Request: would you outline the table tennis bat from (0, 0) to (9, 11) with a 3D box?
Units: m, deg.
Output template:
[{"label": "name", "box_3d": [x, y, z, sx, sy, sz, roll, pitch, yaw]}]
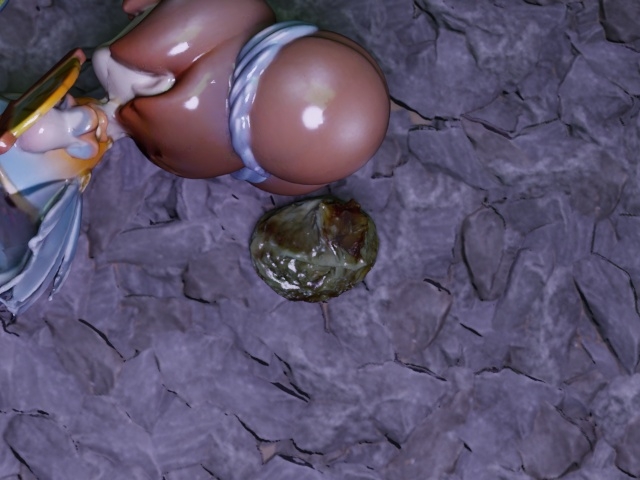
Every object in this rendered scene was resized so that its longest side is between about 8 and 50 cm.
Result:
[{"label": "table tennis bat", "box_3d": [-0.329, -0.270, 1.338, 0.100, 0.019, 0.155, 21, 74, -5]}]

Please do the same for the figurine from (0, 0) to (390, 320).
[{"label": "figurine", "box_3d": [-0.156, -0.083, 1.197, 0.388, 0.276, 0.248, -33, 96, -9]}]

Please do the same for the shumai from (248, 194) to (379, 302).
[{"label": "shumai", "box_3d": [0.001, 0.001, 1.298, 0.123, 0.087, 0.099, -20, 82, -14]}]
